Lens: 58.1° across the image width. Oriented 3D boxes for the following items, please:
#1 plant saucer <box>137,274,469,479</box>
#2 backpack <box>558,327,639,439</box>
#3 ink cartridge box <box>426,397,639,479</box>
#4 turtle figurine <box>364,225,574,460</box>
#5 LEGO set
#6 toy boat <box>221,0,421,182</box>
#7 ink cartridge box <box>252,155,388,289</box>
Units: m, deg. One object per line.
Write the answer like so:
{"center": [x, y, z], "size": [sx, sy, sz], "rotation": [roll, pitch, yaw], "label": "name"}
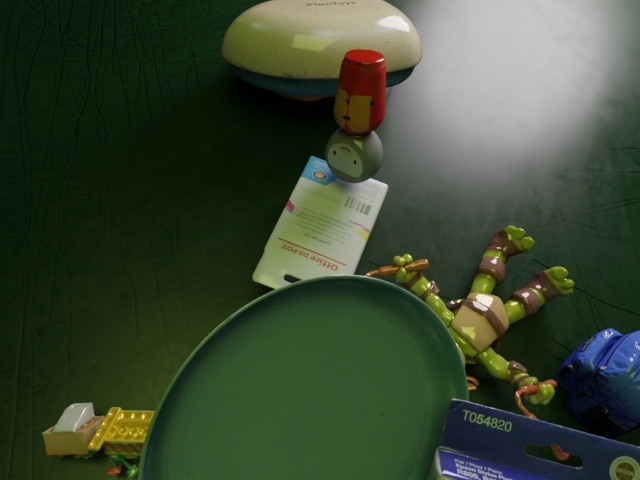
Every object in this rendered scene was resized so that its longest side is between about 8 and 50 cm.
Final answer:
{"center": [-0.004, 0.182, 0.519], "size": [0.318, 0.044, 0.317], "rotation": [-5, 102, -26], "label": "plant saucer"}
{"center": [0.322, 0.149, 0.616], "size": [0.101, 0.120, 0.098], "rotation": [40, 67, 13], "label": "backpack"}
{"center": [0.198, 0.282, 0.525], "size": [0.224, 0.045, 0.223], "rotation": [14, 89, 1], "label": "ink cartridge box"}
{"center": [0.193, 0.095, 0.647], "size": [0.269, 0.087, 0.217], "rotation": [41, 59, 19], "label": "turtle figurine"}
{"center": [-0.117, 0.189, 0.579], "size": [0.287, 0.107, 0.132], "rotation": [-24, 34, -12], "label": "LEGO set"}
{"center": [0.013, -0.207, 0.735], "size": [0.268, 0.148, 0.318], "rotation": [-5, 38, -11], "label": "toy boat"}
{"center": [0.000, 0.000, 0.686], "size": [0.105, 0.061, 0.181], "rotation": [22, 63, 5], "label": "ink cartridge box"}
